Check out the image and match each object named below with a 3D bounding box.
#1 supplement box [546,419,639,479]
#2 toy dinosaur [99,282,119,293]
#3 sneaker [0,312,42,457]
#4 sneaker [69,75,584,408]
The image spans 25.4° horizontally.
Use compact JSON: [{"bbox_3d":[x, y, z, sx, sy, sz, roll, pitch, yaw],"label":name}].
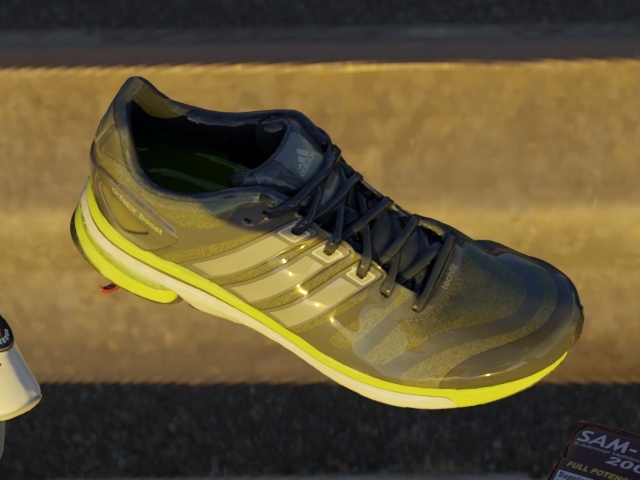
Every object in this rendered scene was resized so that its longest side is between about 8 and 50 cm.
[{"bbox_3d":[0.155,0.247,0.875,0.073,0.130,0.239,12,58,45],"label":"supplement box"},{"bbox_3d":[-0.153,0.024,1.329,0.082,0.047,0.090,-17,30,17],"label":"toy dinosaur"},{"bbox_3d":[-0.317,0.159,1.047,0.146,0.330,0.122,50,39,5],"label":"sneaker"},{"bbox_3d":[0.000,0.000,0.778,0.300,0.121,0.111,17,56,7],"label":"sneaker"}]
